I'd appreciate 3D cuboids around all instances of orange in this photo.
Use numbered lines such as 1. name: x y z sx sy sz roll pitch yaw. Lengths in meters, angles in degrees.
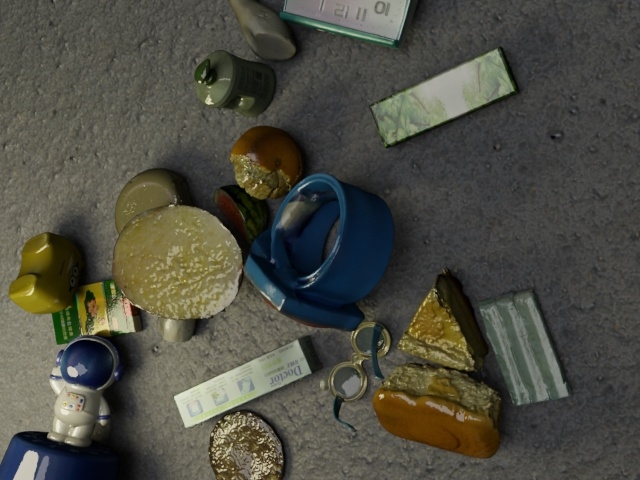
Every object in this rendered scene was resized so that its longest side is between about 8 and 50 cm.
1. orange: -0.111 -0.158 1.706 0.157 0.134 0.156 -2 97 -20

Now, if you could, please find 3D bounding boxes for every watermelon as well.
1. watermelon: -0.172 -0.074 1.755 0.087 0.069 0.163 -46 58 4

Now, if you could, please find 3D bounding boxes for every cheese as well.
1. cheese: -0.372 -0.064 1.847 0.203 0.091 0.175 -28 82 23

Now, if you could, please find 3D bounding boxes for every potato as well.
1. potato: -0.278 0.044 1.734 0.299 0.116 0.239 6 91 17

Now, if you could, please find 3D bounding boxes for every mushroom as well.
1. mushroom: -0.129 -0.460 1.726 0.093 0.116 0.225 -31 60 6
2. mushroom: -0.308 0.110 1.832 0.081 0.092 0.223 4 99 -19

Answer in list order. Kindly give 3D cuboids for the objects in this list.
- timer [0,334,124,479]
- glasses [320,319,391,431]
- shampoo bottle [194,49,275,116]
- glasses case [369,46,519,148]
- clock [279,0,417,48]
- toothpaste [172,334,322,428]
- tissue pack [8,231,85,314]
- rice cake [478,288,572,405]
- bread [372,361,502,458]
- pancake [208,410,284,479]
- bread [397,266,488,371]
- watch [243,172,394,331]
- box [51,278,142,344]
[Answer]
1. timer: -0.556 0.401 1.882 0.270 0.270 0.383 10 82 22
2. glasses: 0.090 0.275 1.617 0.088 0.220 0.189 23 105 -18
3. shampoo bottle: -0.182 -0.317 1.676 0.087 0.234 0.118 31 103 19
4. glasses case: 0.235 -0.271 1.595 0.272 0.062 0.095 -21 90 23
5. clock: 0.075 -0.513 1.633 0.262 0.116 0.231 20 105 22
6. toothpaste: -0.158 0.305 1.784 0.337 0.067 0.081 -27 81 21
7. tissue pack: -0.626 0.082 1.924 0.123 0.127 0.178 -15 51 30
8. rice cake: 0.381 0.200 1.563 0.124 0.038 0.211 -17 85 23
9. bread: 0.223 0.322 1.570 0.246 0.121 0.174 9 137 19
10. pancake: -0.162 0.469 1.817 0.199 0.021 0.199 1 92 23
11. bread: 0.246 0.145 1.564 0.169 0.140 0.160 17 110 18
12. watch: 0.000 0.000 1.639 0.274 0.241 0.305 -59 39 17
13. box: -0.529 0.166 1.953 0.235 0.034 0.132 -12 87 24
